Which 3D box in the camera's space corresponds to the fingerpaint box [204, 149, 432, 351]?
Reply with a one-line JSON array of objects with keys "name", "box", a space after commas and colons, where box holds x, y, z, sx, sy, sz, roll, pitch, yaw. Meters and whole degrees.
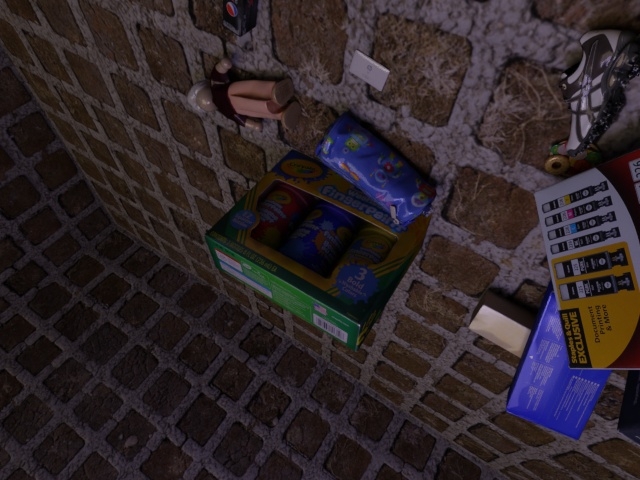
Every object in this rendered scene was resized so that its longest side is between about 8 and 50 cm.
[{"name": "fingerpaint box", "box": [0.000, 0.000, 1.065, 0.445, 0.371, 0.163, 28, 149, 19]}]

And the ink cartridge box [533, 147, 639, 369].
[{"name": "ink cartridge box", "box": [0.473, 0.047, 0.666, 0.130, 0.309, 0.272, 5, 162, -25]}]

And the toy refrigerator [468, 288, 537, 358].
[{"name": "toy refrigerator", "box": [0.530, 0.246, 1.057, 0.270, 0.102, 0.094, 30, 119, 15]}]

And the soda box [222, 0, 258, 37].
[{"name": "soda box", "box": [-0.164, -0.518, 0.846, 0.053, 0.060, 0.169, 35, 150, 5]}]

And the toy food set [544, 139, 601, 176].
[{"name": "toy food set", "box": [0.447, -0.144, 0.724, 0.083, 0.020, 0.082, 26, 148, 22]}]

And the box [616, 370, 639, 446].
[{"name": "box", "box": [0.714, 0.198, 0.623, 0.212, 0.293, 0.395, 32, 150, 12]}]

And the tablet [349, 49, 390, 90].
[{"name": "tablet", "box": [0.099, -0.348, 0.842, 0.083, 0.006, 0.054, 35, 150, 6]}]

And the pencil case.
[{"name": "pencil case", "box": [0.126, -0.156, 0.953, 0.306, 0.133, 0.119, 40, 154, -1]}]

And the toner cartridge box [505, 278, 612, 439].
[{"name": "toner cartridge box", "box": [0.563, 0.276, 0.945, 0.165, 0.075, 0.347, 17, 115, 21]}]

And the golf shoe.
[{"name": "golf shoe", "box": [0.407, -0.222, 0.624, 0.094, 0.077, 0.198, 38, 150, 31]}]

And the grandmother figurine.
[{"name": "grandmother figurine", "box": [-0.220, -0.374, 1.074, 0.342, 0.104, 0.207, 14, 133, 33]}]
